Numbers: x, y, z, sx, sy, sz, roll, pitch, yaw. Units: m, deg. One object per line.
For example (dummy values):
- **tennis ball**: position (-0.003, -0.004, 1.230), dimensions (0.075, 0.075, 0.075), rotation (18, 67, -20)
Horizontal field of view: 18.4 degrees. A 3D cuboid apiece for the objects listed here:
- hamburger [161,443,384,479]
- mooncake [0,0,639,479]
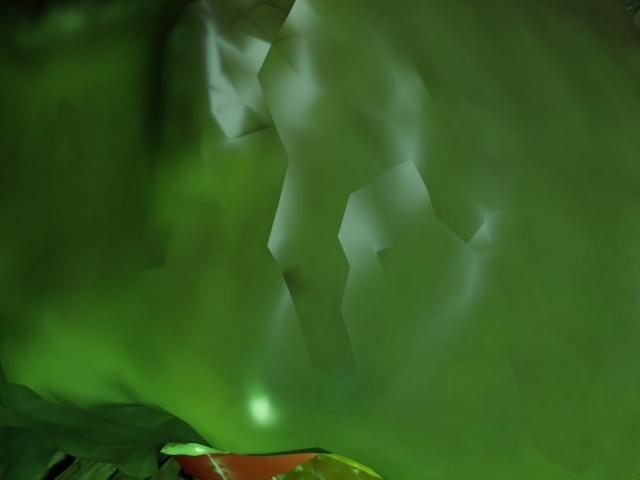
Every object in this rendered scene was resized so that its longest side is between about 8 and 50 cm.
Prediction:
- **hamburger**: position (0.000, 0.000, 0.941), dimensions (0.212, 0.274, 0.274), rotation (42, 42, -32)
- **mooncake**: position (-0.096, 0.003, 0.716), dimensions (0.246, 0.394, 0.393), rotation (21, 23, -45)
